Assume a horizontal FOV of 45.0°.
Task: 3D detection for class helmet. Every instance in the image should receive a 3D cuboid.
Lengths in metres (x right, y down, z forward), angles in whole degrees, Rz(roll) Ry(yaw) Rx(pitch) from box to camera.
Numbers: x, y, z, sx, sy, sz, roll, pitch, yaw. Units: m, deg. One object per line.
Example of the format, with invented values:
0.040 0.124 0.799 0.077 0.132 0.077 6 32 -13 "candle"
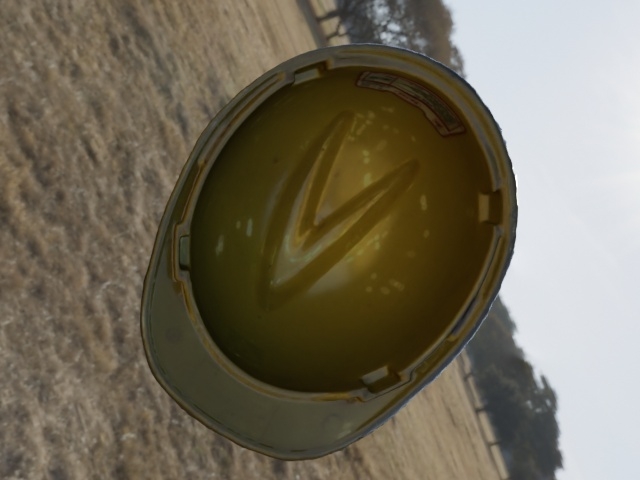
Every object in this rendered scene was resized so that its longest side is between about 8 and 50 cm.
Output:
0.000 0.000 0.516 0.205 0.257 0.140 35 -2 -10 "helmet"
